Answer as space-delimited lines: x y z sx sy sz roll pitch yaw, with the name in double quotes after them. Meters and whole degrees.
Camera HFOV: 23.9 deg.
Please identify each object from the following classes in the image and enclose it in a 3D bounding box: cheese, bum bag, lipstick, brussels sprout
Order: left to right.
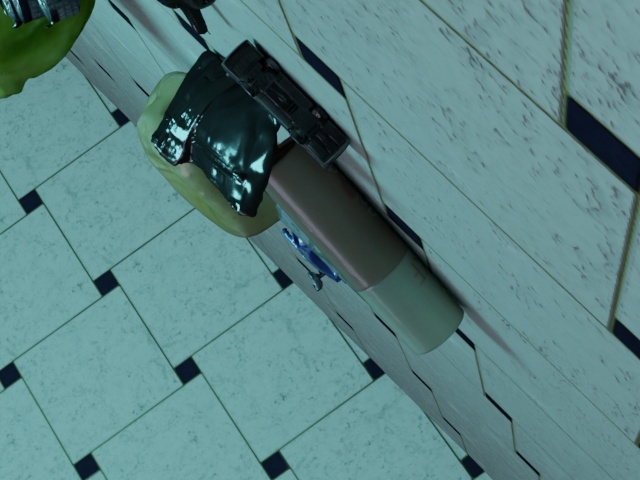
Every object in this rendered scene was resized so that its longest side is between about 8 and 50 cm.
-0.427 -0.311 1.858 0.259 0.294 0.227 59 147 25 "brussels sprout"
-0.133 -0.107 1.851 0.235 0.117 0.218 41 172 19 "cheese"
-0.095 -0.111 1.510 0.060 0.123 0.248 21 -170 -37 "bum bag"
0.041 0.004 1.537 0.254 0.070 0.070 48 175 -15 "lipstick"

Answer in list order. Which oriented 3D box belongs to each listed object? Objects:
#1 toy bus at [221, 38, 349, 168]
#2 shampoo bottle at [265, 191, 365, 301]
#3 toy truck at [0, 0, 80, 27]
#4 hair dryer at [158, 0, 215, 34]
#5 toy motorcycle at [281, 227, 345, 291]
-0.030 -0.120 1.336 0.131 0.037 0.052 45 180 3 "toy bus"
0.010 -0.015 1.671 0.214 0.072 0.072 44 175 27 "shampoo bottle"
-0.162 -0.230 0.973 0.155 0.124 0.268 70 167 -14 "toy truck"
-0.132 -0.229 1.261 0.235 0.091 0.272 33 -178 25 "hair dryer"
0.000 0.000 1.881 0.114 0.076 0.205 57 175 -14 "toy motorcycle"
